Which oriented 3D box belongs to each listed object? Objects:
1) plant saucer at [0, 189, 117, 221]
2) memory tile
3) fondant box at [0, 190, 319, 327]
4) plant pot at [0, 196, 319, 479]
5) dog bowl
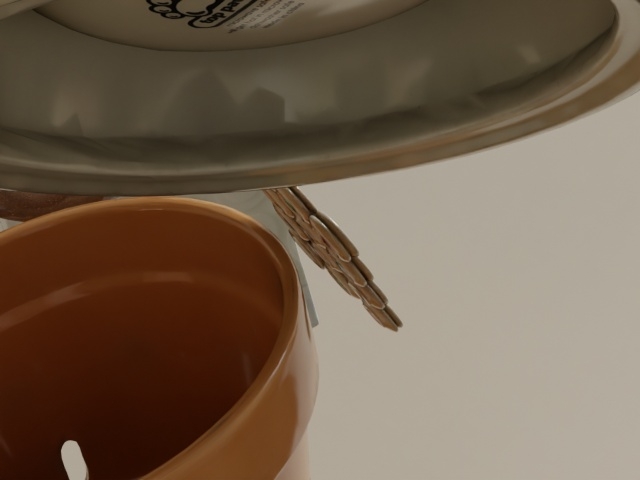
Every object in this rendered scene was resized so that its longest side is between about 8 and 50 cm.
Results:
[{"bbox_3d":[-0.192,-0.112,1.186,0.198,0.198,0.036,-53,10,-20],"label":"plant saucer"},{"bbox_3d":[0.000,0.000,1.119,0.012,0.113,0.148,-42,-31,-5],"label":"memory tile"},{"bbox_3d":[-0.163,-0.031,1.530,0.238,0.096,0.330,-24,-66,-17],"label":"fondant box"},{"bbox_3d":[-0.127,0.140,1.033,0.291,0.291,0.203,-45,-47,-34],"label":"plant pot"},{"bbox_3d":[-0.034,-0.138,0.845,0.408,0.408,0.150,16,-114,-64],"label":"dog bowl"}]
